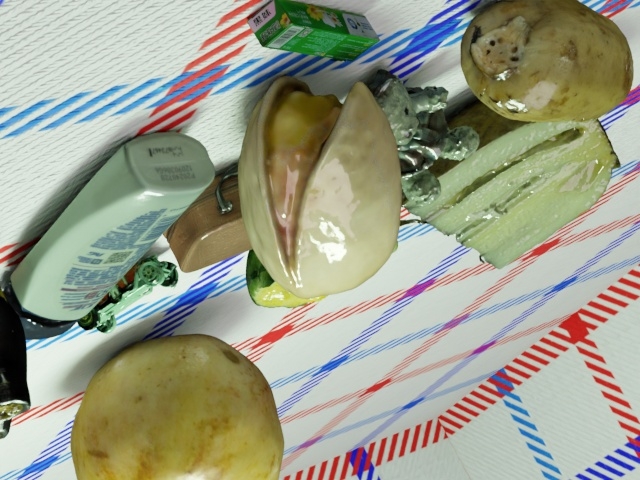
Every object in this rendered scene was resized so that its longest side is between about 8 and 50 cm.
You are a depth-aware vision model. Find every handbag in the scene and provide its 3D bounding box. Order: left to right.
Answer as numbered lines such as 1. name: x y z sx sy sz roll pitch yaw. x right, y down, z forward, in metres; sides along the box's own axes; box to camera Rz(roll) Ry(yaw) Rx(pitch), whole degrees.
1. handbag: -0.093 -0.040 2.069 0.193 0.072 0.151 -21 164 -17

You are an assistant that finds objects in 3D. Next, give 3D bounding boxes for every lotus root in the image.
1. lotus root: 0.250 -0.121 2.268 0.260 0.149 0.267 -38 143 19
2. lotus root: 0.271 -0.208 1.966 0.146 0.160 0.284 -42 157 27

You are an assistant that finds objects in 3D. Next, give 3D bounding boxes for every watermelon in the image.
1. watermelon: -0.005 0.003 2.245 0.204 0.127 0.232 -14 163 -29

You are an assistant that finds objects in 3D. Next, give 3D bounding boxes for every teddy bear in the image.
1. teddy bear: 0.092 -0.142 2.025 0.133 0.111 0.213 -49 138 1

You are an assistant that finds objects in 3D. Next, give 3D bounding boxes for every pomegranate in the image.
1. pomegranate: -0.210 0.286 2.533 0.338 0.338 0.338 -26 165 -7

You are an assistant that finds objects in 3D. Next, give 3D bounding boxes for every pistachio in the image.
1. pistachio: -0.006 -0.054 1.897 0.188 0.187 0.299 -24 143 -13

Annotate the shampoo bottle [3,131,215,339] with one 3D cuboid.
1. shampoo bottle: -0.259 0.004 1.911 0.134 0.078 0.359 -9 157 -41

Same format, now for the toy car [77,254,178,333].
1. toy car: -0.252 0.066 2.175 0.143 0.054 0.073 -35 165 11

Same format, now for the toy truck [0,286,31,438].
1. toy truck: -0.490 0.183 1.909 0.254 0.180 0.405 -5 153 -32

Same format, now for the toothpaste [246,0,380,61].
1. toothpaste: -0.005 -0.211 1.714 0.043 0.037 0.178 -39 162 26
